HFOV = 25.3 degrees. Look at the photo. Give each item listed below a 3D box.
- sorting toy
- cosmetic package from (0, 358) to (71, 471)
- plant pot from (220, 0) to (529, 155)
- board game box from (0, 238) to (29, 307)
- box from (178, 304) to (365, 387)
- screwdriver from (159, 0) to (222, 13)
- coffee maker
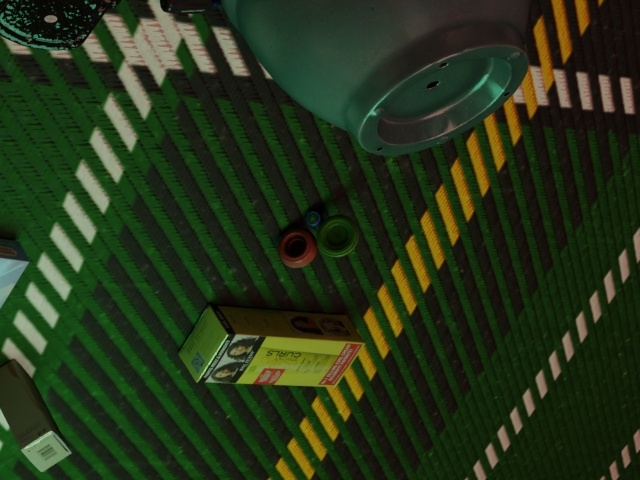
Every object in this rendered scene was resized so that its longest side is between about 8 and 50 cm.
[{"bbox_3d":[0.000,0.000,1.677,0.102,0.061,0.042,-12,161,13],"label":"sorting toy"},{"bbox_3d":[-0.325,0.194,1.583,0.041,0.115,0.060,-32,145,-6],"label":"cosmetic package"},{"bbox_3d":[0.076,-0.204,1.329,0.293,0.196,0.293,-21,160,-8],"label":"plant pot"},{"bbox_3d":[-0.416,0.078,1.448,0.160,0.039,0.211,11,123,-44],"label":"board game box"},{"bbox_3d":[-0.058,0.134,1.777,0.232,0.058,0.087,8,125,-44],"label":"box"},{"bbox_3d":[-0.083,-0.232,1.388,0.170,0.024,0.025,-6,133,-40],"label":"screwdriver"},{"bbox_3d":[-0.213,-0.263,1.114,0.171,0.178,0.120,-36,146,4],"label":"coffee maker"}]
